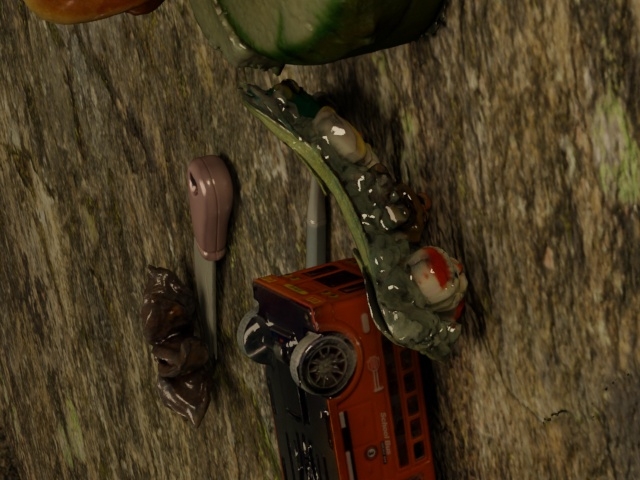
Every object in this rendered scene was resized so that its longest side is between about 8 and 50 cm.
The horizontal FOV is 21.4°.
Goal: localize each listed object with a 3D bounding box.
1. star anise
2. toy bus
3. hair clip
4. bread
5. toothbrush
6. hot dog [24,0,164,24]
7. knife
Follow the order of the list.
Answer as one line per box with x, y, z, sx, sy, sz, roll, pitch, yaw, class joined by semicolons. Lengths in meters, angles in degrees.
-0.179;0.133;2.123;0.197;0.073;0.212;-134;31;-81;star anise
0.028;0.191;1.646;0.143;0.153;0.329;20;122;59;toy bus
0.044;-0.036;1.532;0.321;0.091;0.138;57;-168;25;hair clip
-0.029;-0.294;1.468;0.366;0.129;0.382;55;151;35;bread
-0.001;-0.001;1.736;0.030;0.025;0.342;42;141;40;toothbrush
-0.155;-0.293;1.388;0.150;0.153;0.257;-87;10;-53;hot dog
-0.141;0.023;2.037;0.336;0.043;0.081;98;152;-48;knife
